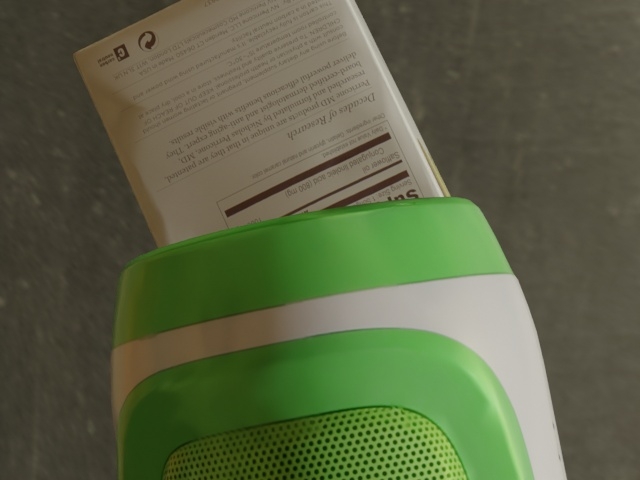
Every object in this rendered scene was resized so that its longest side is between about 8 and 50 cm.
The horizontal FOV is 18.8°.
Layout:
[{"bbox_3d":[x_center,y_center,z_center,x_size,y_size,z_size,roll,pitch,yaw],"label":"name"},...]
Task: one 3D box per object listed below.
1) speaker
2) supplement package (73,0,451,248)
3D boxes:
[{"bbox_3d":[0.020,0.143,0.547,0.131,0.131,0.297,-9,84,-16],"label":"speaker"},{"bbox_3d":[0.000,0.000,0.954,0.134,0.139,0.244,-26,80,5],"label":"supplement package"}]
